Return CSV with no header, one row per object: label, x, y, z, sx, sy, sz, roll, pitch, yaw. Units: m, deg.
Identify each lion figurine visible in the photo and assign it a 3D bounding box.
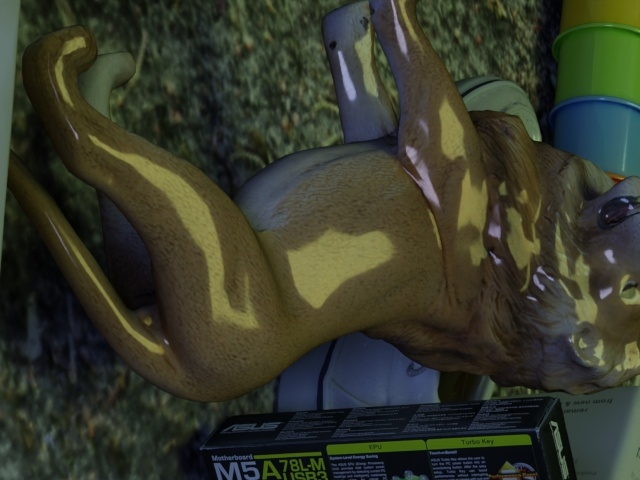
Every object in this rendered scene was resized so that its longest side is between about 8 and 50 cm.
lion figurine,0.000,0.000,0.880,0.392,0.142,0.240,-16,89,-31

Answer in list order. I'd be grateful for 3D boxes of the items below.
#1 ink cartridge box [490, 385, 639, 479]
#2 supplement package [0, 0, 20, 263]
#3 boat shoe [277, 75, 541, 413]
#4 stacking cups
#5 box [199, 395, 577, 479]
ink cartridge box,0.163,0.282,1.150,0.223,0.129,0.307,60,38,-31
supplement package,-0.217,-0.106,0.581,0.175,0.177,0.293,24,62,-54
boat shoe,0.109,0.009,1.104,0.136,0.156,0.367,65,35,-26
stacking cups,0.211,-0.064,1.371,0.096,0.096,0.316,35,59,-50
box,0.048,0.175,0.920,0.045,0.190,0.184,-41,120,-60
